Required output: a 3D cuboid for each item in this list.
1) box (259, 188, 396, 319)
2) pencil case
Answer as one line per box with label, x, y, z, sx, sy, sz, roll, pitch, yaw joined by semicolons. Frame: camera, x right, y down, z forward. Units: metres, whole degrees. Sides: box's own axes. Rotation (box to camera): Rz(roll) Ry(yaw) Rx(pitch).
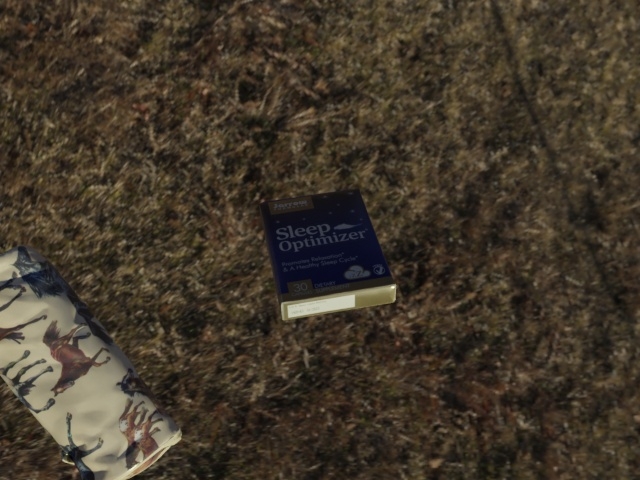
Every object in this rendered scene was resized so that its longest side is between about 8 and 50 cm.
box;0.000;0.000;1.022;0.136;0.036;0.225;-9;41;-7
pencil case;-0.401;0.193;1.230;0.183;0.160;0.410;-35;96;8
